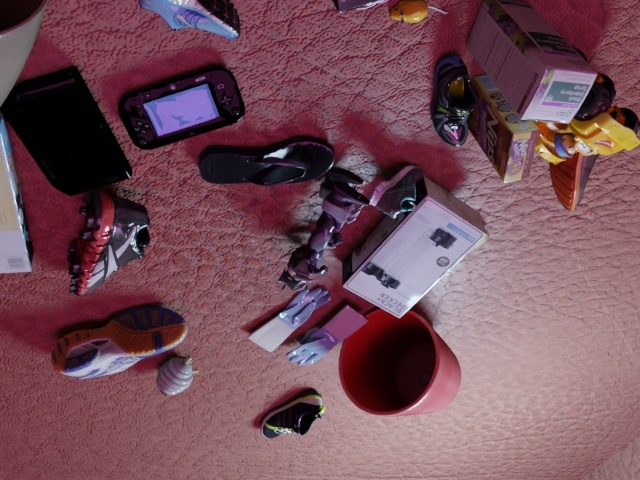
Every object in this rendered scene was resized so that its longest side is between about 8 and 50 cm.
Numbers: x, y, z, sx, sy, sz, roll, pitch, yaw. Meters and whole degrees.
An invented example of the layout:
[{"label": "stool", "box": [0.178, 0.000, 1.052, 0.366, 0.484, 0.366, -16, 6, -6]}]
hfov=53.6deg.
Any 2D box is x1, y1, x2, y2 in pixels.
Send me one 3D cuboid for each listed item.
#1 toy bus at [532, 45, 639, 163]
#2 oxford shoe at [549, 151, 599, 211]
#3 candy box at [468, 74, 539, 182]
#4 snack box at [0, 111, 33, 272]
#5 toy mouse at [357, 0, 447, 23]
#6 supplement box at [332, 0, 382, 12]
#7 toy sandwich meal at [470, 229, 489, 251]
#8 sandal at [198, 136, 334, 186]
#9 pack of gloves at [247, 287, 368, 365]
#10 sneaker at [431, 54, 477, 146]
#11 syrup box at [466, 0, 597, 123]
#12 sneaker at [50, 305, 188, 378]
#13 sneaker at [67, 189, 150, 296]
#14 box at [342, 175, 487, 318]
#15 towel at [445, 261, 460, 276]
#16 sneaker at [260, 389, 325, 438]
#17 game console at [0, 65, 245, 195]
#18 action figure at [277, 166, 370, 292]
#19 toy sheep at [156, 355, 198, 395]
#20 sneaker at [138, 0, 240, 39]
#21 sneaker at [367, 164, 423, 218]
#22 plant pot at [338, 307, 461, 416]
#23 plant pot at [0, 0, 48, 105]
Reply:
[{"label": "toy bus", "box": [0.436, -0.218, 1.160, 0.150, 0.220, 0.211, 22, 130, -40]}, {"label": "oxford shoe", "box": [0.550, -0.171, 1.328, 0.098, 0.096, 0.271, -20, 137, -6]}, {"label": "candy box", "box": [0.324, -0.207, 1.149, 0.053, 0.186, 0.109, -12, 136, -7]}, {"label": "snack box", "box": [-0.611, -0.069, 1.073, 0.187, 0.060, 0.321, -3, 134, -16]}, {"label": "toy mouse", "box": [0.135, -0.407, 0.999, 0.161, 0.031, 0.143, -11, 136, -7]}, {"label": "supplement box", "box": [0.037, -0.435, 0.887, 0.081, 0.104, 0.188, -16, 136, -2]}, {"label": "toy sandwich meal", "box": [0.352, -0.008, 1.472, 0.086, 0.029, 0.085, -9, 139, -8]}, {"label": "sandal", "box": [-0.095, -0.133, 1.181, 0.255, 0.054, 0.097, -8, 136, -11]}, {"label": "pack of gloves", "box": [-0.032, 0.206, 1.565, 0.232, 0.046, 0.195, -41, 121, 18]}, {"label": "sneaker", "box": [0.245, -0.244, 1.164, 0.067, 0.078, 0.188, -15, 137, -3]}, {"label": "syrup box", "box": [0.333, -0.295, 1.027, 0.093, 0.236, 0.096, 0, 133, -17]}, {"label": "sneaker", "box": [-0.437, 0.231, 1.420, 0.297, 0.111, 0.131, -13, 154, -3]}, {"label": "sneaker", "box": [-0.399, 0.017, 1.202, 0.135, 0.097, 0.276, 2, 140, -33]}, {"label": "box", "box": [0.196, 0.022, 1.378, 0.169, 0.087, 0.290, 31, 120, -19]}, {"label": "towel", "box": [0.259, 0.031, 1.466, 0.148, 0.027, 0.110, 11, 132, -12]}, {"label": "sneaker", "box": [-0.082, 0.516, 1.804, 0.084, 0.097, 0.235, 30, 119, -37]}, {"label": "game console", "box": [-0.310, -0.206, 1.048, 0.362, 0.044, 0.213, -18, 137, -1]}, {"label": "action figure", "box": [0.000, 0.000, 1.272, 0.099, 0.185, 0.285, 24, 122, -5]}, {"label": "toy sheep", "box": [-0.349, 0.326, 1.540, 0.091, 0.091, 0.132, 22, 110, -34]}, {"label": "sneaker", "box": [-0.195, -0.344, 0.948, 0.162, 0.063, 0.073, 20, 142, -28]}, {"label": "sneaker", "box": [0.162, -0.091, 1.251, 0.166, 0.076, 0.065, -35, 162, -40]}, {"label": "plant pot", "box": [0.224, 0.327, 1.615, 0.275, 0.274, 0.243, -36, 143, 18]}, {"label": "plant pot", "box": [-0.498, -0.254, 0.818, 0.257, 0.256, 0.274, 8, 146, -25]}]
